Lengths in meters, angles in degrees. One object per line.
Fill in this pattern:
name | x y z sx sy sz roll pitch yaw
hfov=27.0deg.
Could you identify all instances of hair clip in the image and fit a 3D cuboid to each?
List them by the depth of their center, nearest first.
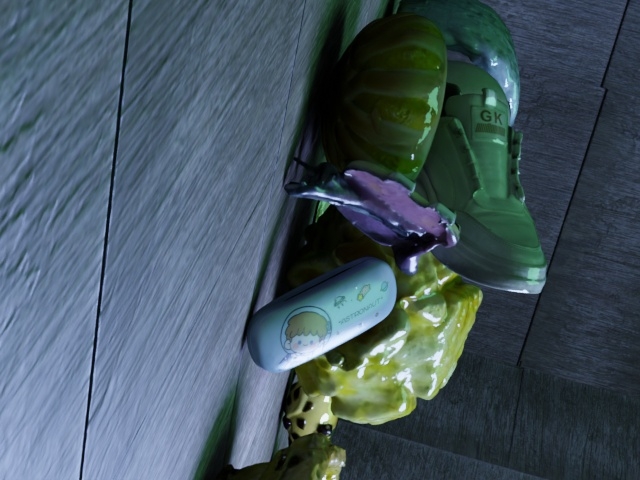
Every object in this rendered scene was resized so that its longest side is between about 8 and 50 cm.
hair clip | 0.053 -0.033 1.321 0.146 0.187 0.056 -22 -134 61

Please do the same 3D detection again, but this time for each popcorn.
popcorn | 0.066 0.071 1.534 0.270 0.224 0.258 93 18 -48

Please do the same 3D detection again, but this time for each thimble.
thimble | 0.188 -0.250 1.962 0.205 0.250 0.172 -28 -159 24

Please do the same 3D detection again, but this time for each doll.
doll | -0.030 0.317 1.962 0.117 0.086 0.291 -122 -140 -54

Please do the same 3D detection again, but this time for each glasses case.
glasses case | 0.003 0.073 1.341 0.178 0.045 0.067 -25 117 -30

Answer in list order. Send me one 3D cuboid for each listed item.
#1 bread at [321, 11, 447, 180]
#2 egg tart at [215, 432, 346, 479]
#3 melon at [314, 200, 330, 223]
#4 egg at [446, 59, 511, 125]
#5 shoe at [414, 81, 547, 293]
bread | 0.060 -0.144 1.383 0.213 0.105 0.213 -165 -90 -80
egg tart | -0.069 0.324 1.367 0.294 0.123 0.294 18 90 -82
melon | 0.001 -0.001 1.705 0.114 0.053 0.261 -37 142 -52
egg | 0.143 -0.141 1.811 0.253 0.186 0.186 -30 164 -10
shoe | 0.165 -0.081 1.426 0.316 0.124 0.159 51 -52 49
